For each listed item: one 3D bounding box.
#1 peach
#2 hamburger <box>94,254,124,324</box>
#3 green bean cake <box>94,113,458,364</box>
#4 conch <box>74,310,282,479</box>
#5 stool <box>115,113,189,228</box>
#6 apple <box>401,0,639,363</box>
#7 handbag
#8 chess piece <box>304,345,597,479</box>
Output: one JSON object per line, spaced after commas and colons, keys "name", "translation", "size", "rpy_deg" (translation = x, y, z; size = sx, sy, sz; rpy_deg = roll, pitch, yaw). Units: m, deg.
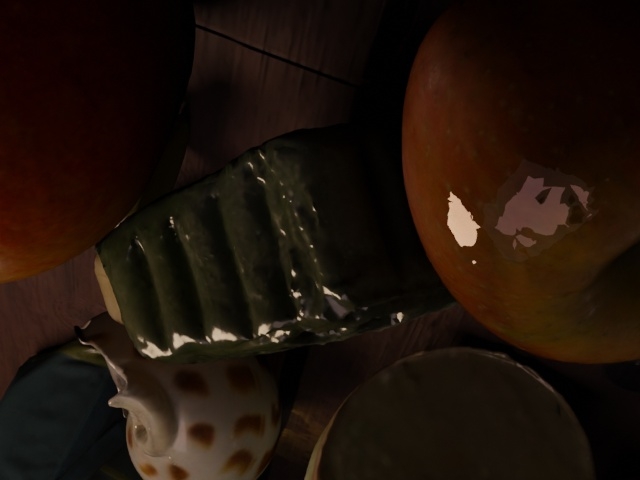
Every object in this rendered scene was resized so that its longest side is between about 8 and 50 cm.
{"name": "peach", "translation": [-0.196, -0.111, 0.818], "size": [0.245, 0.249, 0.275], "rpy_deg": [-23, 163, 7]}
{"name": "hamburger", "translation": [-0.107, 0.018, 1.111], "size": [0.141, 0.126, 0.082], "rpy_deg": [14, 114, 46]}
{"name": "green bean cake", "translation": [0.000, 0.000, 0.901], "size": [0.227, 0.222, 0.125], "rpy_deg": [-15, 90, 45]}
{"name": "conch", "translation": [-0.113, 0.148, 1.305], "size": [0.148, 0.183, 0.275], "rpy_deg": [-22, 157, -7]}
{"name": "stool", "translation": [-0.164, -0.057, 1.027], "size": [0.110, 0.134, 0.135], "rpy_deg": [22, -163, 6]}
{"name": "apple", "translation": [0.142, -0.045, 0.749], "size": [0.210, 0.173, 0.235], "rpy_deg": [-17, 141, -8]}
{"name": "handbag", "translation": [-0.234, 0.260, 1.479], "size": [0.263, 0.241, 0.222], "rpy_deg": [37, 150, -27]}
{"name": "chess piece", "translation": [0.078, 0.268, 1.315], "size": [0.234, 0.234, 0.442], "rpy_deg": [22, 156, 0]}
